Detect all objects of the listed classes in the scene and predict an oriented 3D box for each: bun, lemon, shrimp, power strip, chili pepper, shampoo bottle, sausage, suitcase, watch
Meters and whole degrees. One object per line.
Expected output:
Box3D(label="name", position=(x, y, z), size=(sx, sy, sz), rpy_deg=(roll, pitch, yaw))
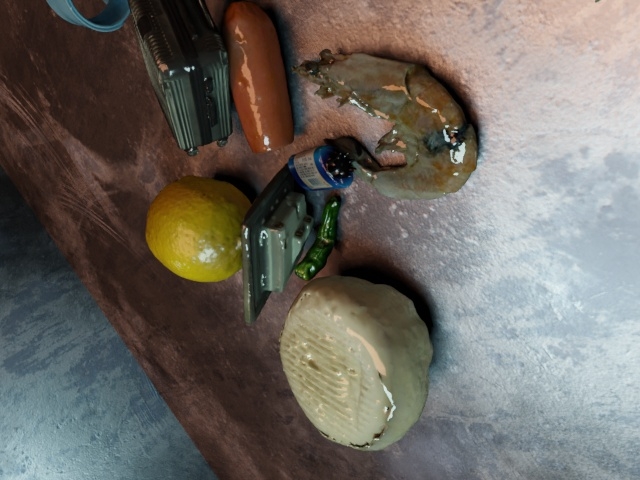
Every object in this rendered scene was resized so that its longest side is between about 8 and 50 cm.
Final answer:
Box3D(label="bun", position=(0.083, 0.242, 0.961), size=(0.359, 0.211, 0.360), rpy_deg=(17, 116, 38))
Box3D(label="lemon", position=(-0.283, -0.030, 1.088), size=(0.319, 0.245, 0.245), rpy_deg=(18, 129, 38))
Box3D(label="shrimp", position=(0.088, -0.192, 0.756), size=(0.360, 0.085, 0.247), rpy_deg=(35, 143, 15))
Box3D(label="power strip", position=(-0.081, 0.005, 0.931), size=(0.092, 0.257, 0.251), rpy_deg=(17, 129, 7))
Box3D(label="chili pepper", position=(0.004, -0.001, 0.945), size=(0.050, 0.073, 0.182), rpy_deg=(23, 96, 30))
Box3D(label="shampoo bottle", position=(0.003, -0.132, 0.846), size=(0.087, 0.050, 0.183), rpy_deg=(52, 162, -19))
Box3D(label="sausage", position=(-0.115, -0.296, 0.842), size=(0.113, 0.113, 0.259), rpy_deg=(14, 127, 37))
Box3D(label="suitcase", position=(-0.254, -0.310, 0.862), size=(0.202, 0.128, 0.312), rpy_deg=(66, 164, 12))
Box3D(label="watch", position=(-0.464, -0.540, 0.940), size=(0.211, 0.193, 0.211), rpy_deg=(24, 133, 28))

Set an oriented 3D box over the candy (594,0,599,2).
Box3D(label="candy", position=(0.339, -0.279, 0.492), size=(0.083, 0.025, 0.023), rpy_deg=(-18, 76, 57))
